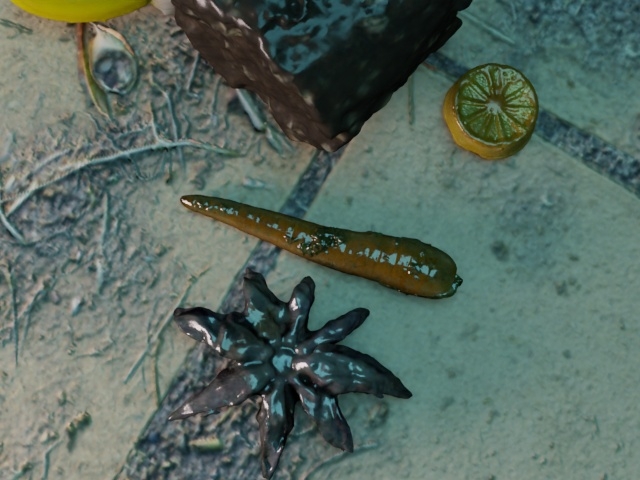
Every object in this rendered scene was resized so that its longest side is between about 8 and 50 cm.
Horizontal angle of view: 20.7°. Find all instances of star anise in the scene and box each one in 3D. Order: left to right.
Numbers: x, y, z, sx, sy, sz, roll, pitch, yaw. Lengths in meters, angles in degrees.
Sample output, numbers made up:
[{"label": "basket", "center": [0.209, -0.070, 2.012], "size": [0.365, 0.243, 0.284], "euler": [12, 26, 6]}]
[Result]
[{"label": "star anise", "center": [-0.034, 0.109, 1.471], "size": [0.204, 0.061, 0.181], "euler": [38, 81, 2]}]

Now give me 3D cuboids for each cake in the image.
[{"label": "cake", "center": [0.149, -0.112, 1.526], "size": [0.084, 0.044, 0.084], "euler": [1, 81, -5]}]

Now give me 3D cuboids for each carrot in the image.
[{"label": "carrot", "center": [0.000, 0.000, 1.504], "size": [0.254, 0.049, 0.049], "euler": [16, 80, 4]}]

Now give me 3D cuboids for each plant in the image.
[{"label": "plant", "center": [0.037, -0.246, 1.456], "size": [0.213, 0.215, 0.312], "euler": [43, 78, 7]}]

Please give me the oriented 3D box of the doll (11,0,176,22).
[{"label": "doll", "center": [-0.199, -0.299, 1.501], "size": [0.237, 0.111, 0.252], "euler": [-43, 95, -7]}]
